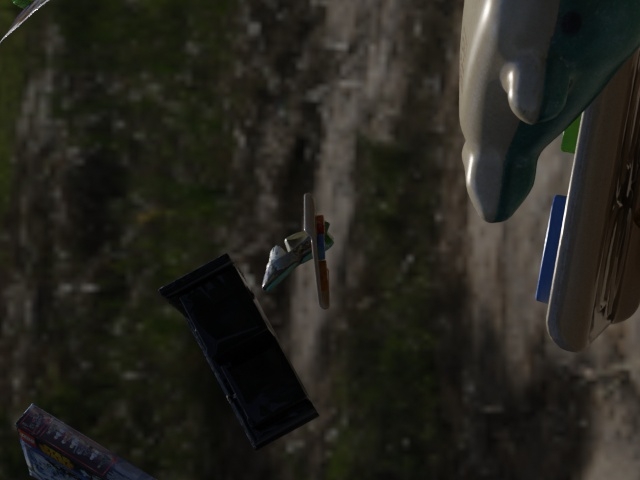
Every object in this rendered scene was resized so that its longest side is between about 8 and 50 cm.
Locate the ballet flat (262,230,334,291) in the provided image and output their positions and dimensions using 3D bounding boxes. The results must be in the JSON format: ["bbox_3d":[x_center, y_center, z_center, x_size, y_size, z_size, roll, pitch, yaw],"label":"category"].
[{"bbox_3d":[-0.035,0.018,2.076,0.041,0.114,0.041,33,142,30],"label":"ballet flat"}]

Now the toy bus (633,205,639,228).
[{"bbox_3d":[0.474,-0.023,1.881,0.220,0.211,0.149,-40,2,15],"label":"toy bus"}]

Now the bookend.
[{"bbox_3d":[-0.072,0.106,1.654,0.157,0.072,0.156,61,178,9],"label":"bookend"}]

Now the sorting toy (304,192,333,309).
[{"bbox_3d":[0.000,0.000,1.192,0.083,0.012,0.062,-90,-10,-61],"label":"sorting toy"}]

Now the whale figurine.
[{"bbox_3d":[0.182,-0.146,1.404,0.216,0.141,0.272,-91,9,-61],"label":"whale figurine"}]

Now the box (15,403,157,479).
[{"bbox_3d":[-0.198,0.205,1.551,0.027,0.137,0.094,-51,-22,-28],"label":"box"}]

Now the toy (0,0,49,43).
[{"bbox_3d":[-0.214,-0.247,1.471,0.137,0.056,0.237,-58,14,-23],"label":"toy"}]

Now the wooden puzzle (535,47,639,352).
[{"bbox_3d":[0.291,-0.060,1.864,0.348,0.080,0.322,-6,-74,-70],"label":"wooden puzzle"}]
